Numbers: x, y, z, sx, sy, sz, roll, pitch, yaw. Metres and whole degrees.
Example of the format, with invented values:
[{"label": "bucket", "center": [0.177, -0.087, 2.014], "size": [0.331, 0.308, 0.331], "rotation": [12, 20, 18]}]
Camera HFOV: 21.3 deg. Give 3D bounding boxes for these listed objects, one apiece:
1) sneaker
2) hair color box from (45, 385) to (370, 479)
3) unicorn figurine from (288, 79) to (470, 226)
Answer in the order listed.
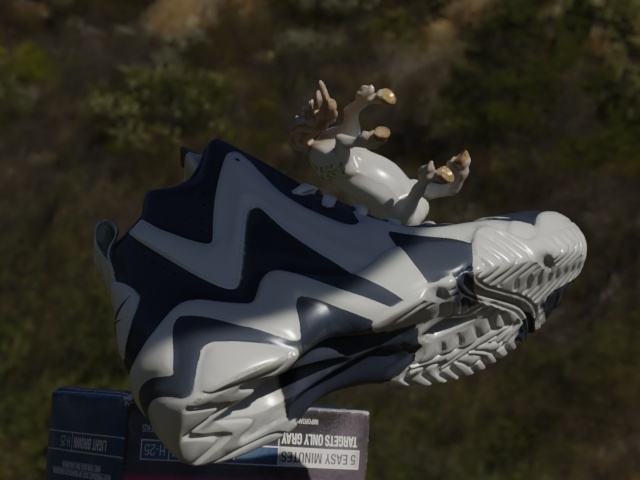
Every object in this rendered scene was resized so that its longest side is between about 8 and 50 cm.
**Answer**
[{"label": "sneaker", "center": [0.000, 0.000, 0.808], "size": [0.153, 0.235, 0.094], "rotation": [56, -23, 30]}, {"label": "hair color box", "center": [-0.076, 0.266, 1.006], "size": [0.174, 0.347, 0.105], "rotation": [7, -6, -33]}, {"label": "unicorn figurine", "center": [0.043, -0.032, 1.122], "size": [0.162, 0.060, 0.111], "rotation": [50, -45, 1]}]
